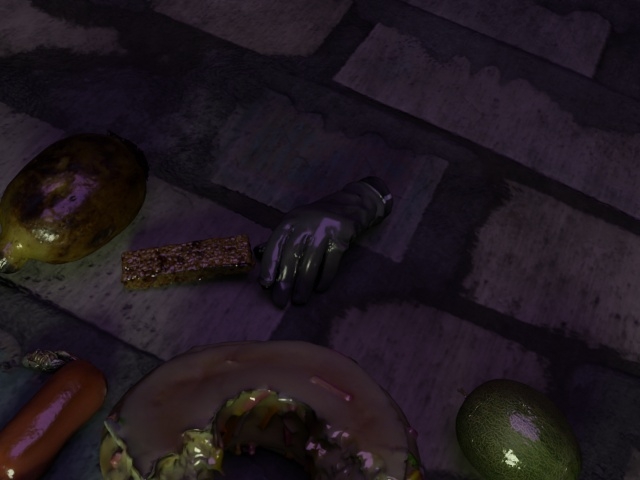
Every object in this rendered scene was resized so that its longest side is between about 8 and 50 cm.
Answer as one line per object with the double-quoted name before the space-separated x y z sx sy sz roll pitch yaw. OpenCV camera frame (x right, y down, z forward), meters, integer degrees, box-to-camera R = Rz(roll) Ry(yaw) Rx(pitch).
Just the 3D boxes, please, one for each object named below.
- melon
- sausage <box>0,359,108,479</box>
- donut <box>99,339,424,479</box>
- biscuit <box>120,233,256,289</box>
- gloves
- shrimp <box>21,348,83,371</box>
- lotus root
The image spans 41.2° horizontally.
"melon" 0.257 0.261 1.140 0.192 0.139 0.139 41 55 20
"sausage" -0.344 0.230 1.078 0.077 0.077 0.194 30 55 12
"donut" -0.072 0.247 1.031 0.371 0.150 0.307 2 31 -9
"biscuit" -0.198 0.032 1.276 0.199 0.034 0.064 -7 53 -8
"gloves" 0.001 -0.011 1.334 0.142 0.119 0.285 12 46 39
"shrimp" -0.357 0.161 1.150 0.092 0.038 0.029 7 52 -6
"lotus root" -0.366 -0.060 1.257 0.169 0.141 0.314 28 53 15
